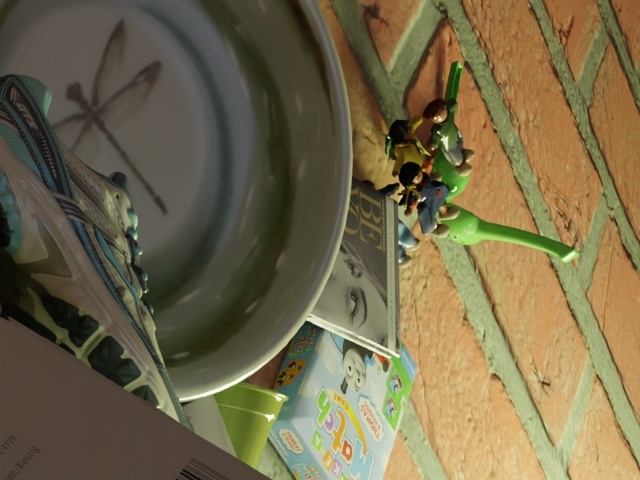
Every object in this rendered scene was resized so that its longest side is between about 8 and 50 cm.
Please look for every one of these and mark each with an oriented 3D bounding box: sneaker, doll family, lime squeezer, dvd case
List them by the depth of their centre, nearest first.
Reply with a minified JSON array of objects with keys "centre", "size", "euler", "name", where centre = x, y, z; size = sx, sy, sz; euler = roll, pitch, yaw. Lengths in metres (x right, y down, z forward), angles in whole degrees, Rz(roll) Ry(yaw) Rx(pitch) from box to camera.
[{"centre":[-0.146,0.018,1.093],"size":[0.122,0.110,0.283],"euler":[-46,113,-44],"name":"sneaker"},{"centre":[0.000,0.000,1.579],"size":[0.221,0.018,0.164],"euler":[28,53,-43],"name":"dvd case"},{"centre":[0.092,-0.065,1.762],"size":[0.111,0.076,0.193],"euler":[57,40,-45],"name":"doll family"},{"centre":[0.162,-0.066,1.870],"size":[0.059,0.110,0.310],"euler":[20,33,-40],"name":"lime squeezer"}]

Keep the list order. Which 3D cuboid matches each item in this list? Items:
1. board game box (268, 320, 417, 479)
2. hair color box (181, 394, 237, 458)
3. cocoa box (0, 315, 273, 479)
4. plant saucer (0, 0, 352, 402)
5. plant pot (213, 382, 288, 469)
[{"centre":[0.021,0.143,1.609],"size":[0.160,0.039,0.211],"euler":[60,36,-33],"name":"board game box"},{"centre":[-0.098,0.315,1.213],"size":[0.185,0.114,0.374],"euler":[-21,91,-60],"name":"hair color box"},{"centre":[-0.194,0.255,0.915],"size":[0.347,0.231,0.228],"euler":[-52,170,-53],"name":"cocoa box"},{"centre":[-0.146,-0.080,1.255],"size":[0.400,0.100,0.400],"euler":[7,80,-43],"name":"plant saucer"},{"centre":[-0.074,0.153,1.353],"size":[0.083,0.083,0.079],"euler":[28,71,-55],"name":"plant pot"}]
